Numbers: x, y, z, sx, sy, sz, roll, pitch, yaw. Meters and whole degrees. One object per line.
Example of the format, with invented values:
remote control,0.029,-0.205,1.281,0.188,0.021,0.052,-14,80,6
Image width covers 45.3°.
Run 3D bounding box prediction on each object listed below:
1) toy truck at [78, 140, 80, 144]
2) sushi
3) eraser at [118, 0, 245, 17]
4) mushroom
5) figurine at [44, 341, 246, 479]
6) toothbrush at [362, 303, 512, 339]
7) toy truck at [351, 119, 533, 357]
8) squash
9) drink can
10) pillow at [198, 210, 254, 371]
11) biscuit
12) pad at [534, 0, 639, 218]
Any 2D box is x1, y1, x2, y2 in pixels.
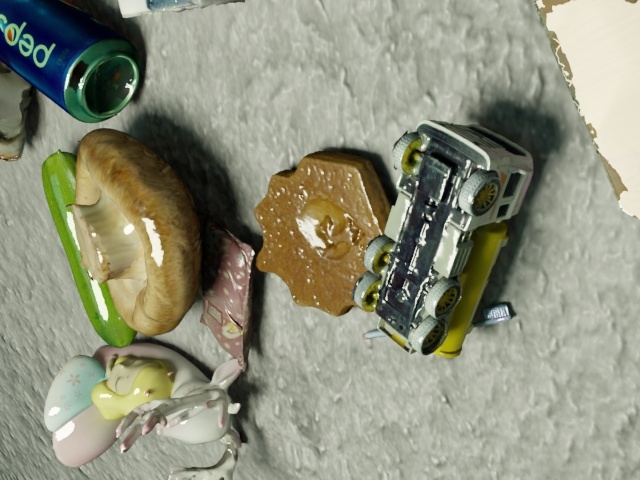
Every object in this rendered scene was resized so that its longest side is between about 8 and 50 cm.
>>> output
toy truck,-0.309,-0.104,1.070,0.032,0.024,0.083,-21,93,15
sushi,-0.510,-0.259,1.068,0.130,0.124,0.332,-3,129,54
eraser,-0.166,-0.379,0.778,0.130,0.086,0.287,7,113,37
mushroom,-0.226,-0.004,0.951,0.278,0.146,0.278,36,137,42
figurine,-0.223,0.259,1.007,0.316,0.284,0.206,-4,109,29
toothbrush,0.115,0.089,0.803,0.193,0.013,0.019,-17,91,43
toy truck,0.112,0.004,0.697,0.098,0.114,0.226,38,126,37
squash,-0.323,0.012,1.095,0.082,0.082,0.292,-13,98,43
drink can,-0.326,-0.239,0.958,0.205,0.118,0.118,35,129,22
pillow,-0.117,0.062,0.968,0.118,0.043,0.184,36,129,39
biscuit,0.002,-0.001,0.845,0.215,0.034,0.182,-20,95,46
pad,0.293,-0.174,0.525,0.287,0.018,0.283,-20,96,44
